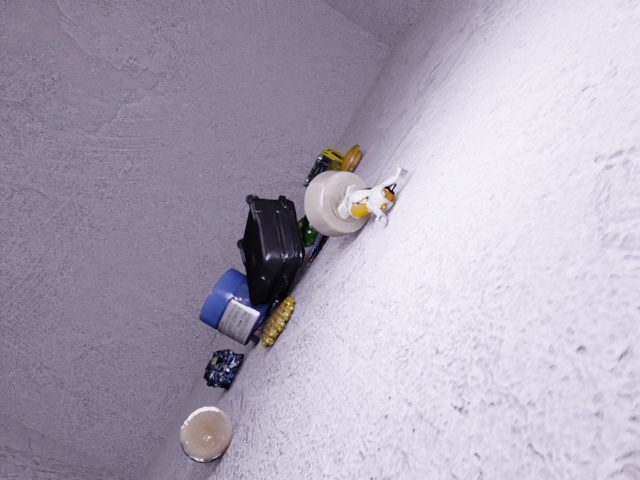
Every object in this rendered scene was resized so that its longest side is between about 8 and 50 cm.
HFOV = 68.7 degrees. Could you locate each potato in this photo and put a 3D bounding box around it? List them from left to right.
[{"bbox_3d":[0.076,-0.309,2.129,0.085,0.105,0.188,-15,17,4],"label":"potato"}]

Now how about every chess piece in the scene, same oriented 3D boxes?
[{"bbox_3d":[-0.343,0.571,1.350,0.142,0.143,0.261,-65,5,-33],"label":"chess piece"}]

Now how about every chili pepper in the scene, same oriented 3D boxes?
[{"bbox_3d":[-0.025,-0.047,1.764,0.264,0.116,0.148,-156,80,-81],"label":"chili pepper"}]

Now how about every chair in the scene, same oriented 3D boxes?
[{"bbox_3d":[-0.245,0.371,1.779,0.086,0.037,0.042,-58,-5,38],"label":"chair"}]

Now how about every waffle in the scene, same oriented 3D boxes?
[{"bbox_3d":[-0.139,0.265,1.512,0.191,0.038,0.191,-57,9,14],"label":"waffle"}]

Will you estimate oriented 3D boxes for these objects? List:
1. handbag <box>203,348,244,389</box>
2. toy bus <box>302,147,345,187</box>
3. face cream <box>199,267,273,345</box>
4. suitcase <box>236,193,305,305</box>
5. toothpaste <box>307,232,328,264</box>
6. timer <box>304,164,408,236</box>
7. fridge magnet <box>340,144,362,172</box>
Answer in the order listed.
[{"bbox_3d":[-0.400,0.526,1.906,0.260,0.113,0.161,-26,40,62],"label":"handbag"},{"bbox_3d":[0.031,-0.354,2.370,0.152,0.144,0.330,-59,5,-29],"label":"toy bus"},{"bbox_3d":[-0.325,0.269,1.880,0.248,0.225,0.249,-59,-3,-5],"label":"face cream"},{"bbox_3d":[-0.185,0.047,1.705,0.345,0.189,0.339,116,147,-51],"label":"suitcase"},{"bbox_3d":[0.000,0.000,1.637,0.193,0.045,0.071,-63,-2,19],"label":"toothpaste"},{"bbox_3d":[0.094,-0.095,1.120,0.175,0.175,0.266,-61,24,-14],"label":"timer"},{"bbox_3d":[0.131,-0.344,2.001,0.143,0.063,0.143,-59,8,13],"label":"fridge magnet"}]
